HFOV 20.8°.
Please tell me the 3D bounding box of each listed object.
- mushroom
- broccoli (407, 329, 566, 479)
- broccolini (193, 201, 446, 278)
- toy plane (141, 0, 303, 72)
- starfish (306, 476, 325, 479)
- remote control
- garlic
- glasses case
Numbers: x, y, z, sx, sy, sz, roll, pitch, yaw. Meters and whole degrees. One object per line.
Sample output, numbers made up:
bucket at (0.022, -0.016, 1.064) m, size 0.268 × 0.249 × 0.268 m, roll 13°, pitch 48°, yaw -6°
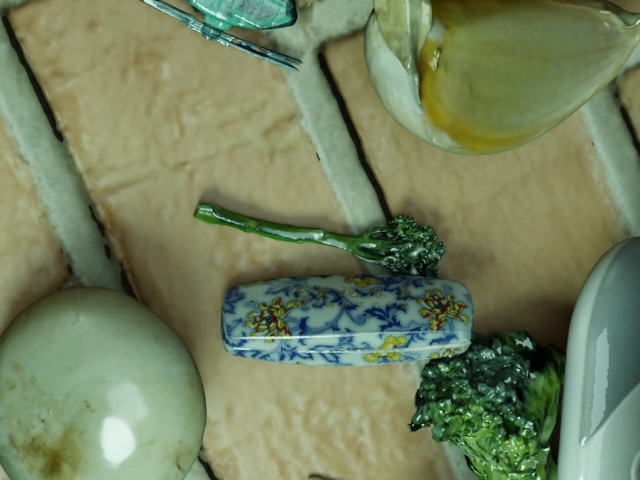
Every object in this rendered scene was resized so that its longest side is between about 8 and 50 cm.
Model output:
mushroom at (-0.210, 0.155, 1.660) m, size 0.226 × 0.178 × 0.226 m, roll 0°, pitch 91°, yaw 24°
broccoli at (0.189, 0.243, 1.751) m, size 0.145 × 0.165 × 0.304 m, roll -6°, pitch 111°, yaw 32°
broccolini at (0.002, -0.004, 1.730) m, size 0.254 × 0.057 × 0.071 m, roll 11°, pitch 60°, yaw -13°
toy plane at (-0.111, -0.244, 1.693) m, size 0.235 × 0.060 × 0.096 m, roll 22°, pitch 104°, yaw -14°
starfish at (0.088, 0.302, 1.734) m, size 0.238 × 0.213 × 0.057 m, roll 18°, pitch 64°, yaw 24°
remote control at (0.305, 0.161, 1.728) m, size 0.103 × 0.221 × 0.332 m, roll 5°, pitch 94°, yaw 32°
garlic at (0.171, -0.242, 1.660) m, size 0.313 × 0.249 × 0.286 m, roll -17°, pitch 81°, yaw -27°
glasses case at (0.026, 0.078, 1.712) m, size 0.248 × 0.087 × 0.065 m, roll -1°, pitch 137°, yaw -1°
